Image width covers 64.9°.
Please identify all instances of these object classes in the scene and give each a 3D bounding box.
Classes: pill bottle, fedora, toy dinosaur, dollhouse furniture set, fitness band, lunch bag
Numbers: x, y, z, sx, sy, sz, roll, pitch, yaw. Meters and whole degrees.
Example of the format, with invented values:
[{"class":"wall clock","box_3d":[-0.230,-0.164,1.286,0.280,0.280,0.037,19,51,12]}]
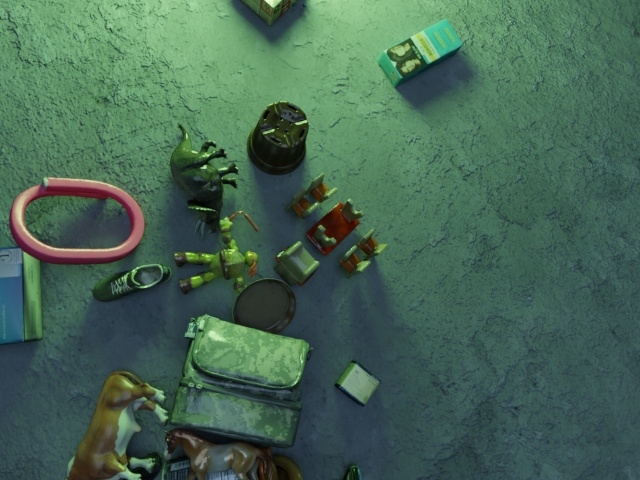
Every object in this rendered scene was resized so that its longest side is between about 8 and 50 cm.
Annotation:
[{"class":"pill bottle","box_3d":[-0.227,0.547,1.160,0.246,0.130,0.130,-11,83,-5]},{"class":"fedora","box_3d":[-0.110,0.618,1.200,0.194,0.194,0.079,-45,132,-15]},{"class":"toy dinosaur","box_3d":[-0.312,-0.176,1.291,0.160,0.121,0.313,-29,90,-21]},{"class":"dollhouse furniture set","box_3d":[0.000,0.000,1.342,0.262,0.135,0.259,48,63,-1]},{"class":"fitness band","box_3d":[-0.569,-0.045,1.195,0.291,0.054,0.209,1,65,-38]},{"class":"lunch bag","box_3d":[-0.187,0.330,1.189,0.305,0.212,0.256,15,68,-8]}]

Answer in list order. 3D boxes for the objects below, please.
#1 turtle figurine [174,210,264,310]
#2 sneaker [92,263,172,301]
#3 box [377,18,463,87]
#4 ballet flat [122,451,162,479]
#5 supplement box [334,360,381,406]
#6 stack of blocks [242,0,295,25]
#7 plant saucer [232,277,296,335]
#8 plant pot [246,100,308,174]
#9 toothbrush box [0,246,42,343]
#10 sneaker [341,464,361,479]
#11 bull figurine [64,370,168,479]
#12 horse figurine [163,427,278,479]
[{"class":"turtle figurine","box_3d":[-0.245,0.074,1.268,0.217,0.087,0.269,-12,103,-4]},{"class":"sneaker","box_3d":[-0.463,0.097,1.227,0.192,0.086,0.064,-17,84,-14]},{"class":"box","box_3d":[0.301,-0.566,1.517,0.244,0.060,0.100,-32,88,-15]},{"class":"ballet flat","box_3d":[-0.443,0.572,1.180,0.173,0.049,0.057,-40,114,-10]},{"class":"supplement box","box_3d":[0.097,0.372,1.313,0.083,0.056,0.083,39,75,-3]},{"class":"stack of blocks","box_3d":[-0.196,-0.788,1.436,0.297,0.087,0.171,41,75,-3]},{"class":"plant saucer","box_3d":[-0.144,0.170,1.282,0.169,0.029,0.168,-8,111,-20]},{"class":"plant pot","box_3d":[-0.105,-0.276,1.328,0.167,0.165,0.166,2,79,-12]},{"class":"toothbrush box","box_3d":[-0.806,0.136,1.129,0.296,0.126,0.216,-4,81,-11]},{"class":"sneaker","box_3d":[0.033,0.639,1.248,0.078,0.067,0.188,44,78,-8]},{"class":"bull figurine","box_3d":[-0.466,0.460,1.143,0.189,0.101,0.310,10,74,6]},{"class":"horse figurine","box_3d":[-0.207,0.493,1.077,0.263,0.066,0.174,0,75,2]}]
